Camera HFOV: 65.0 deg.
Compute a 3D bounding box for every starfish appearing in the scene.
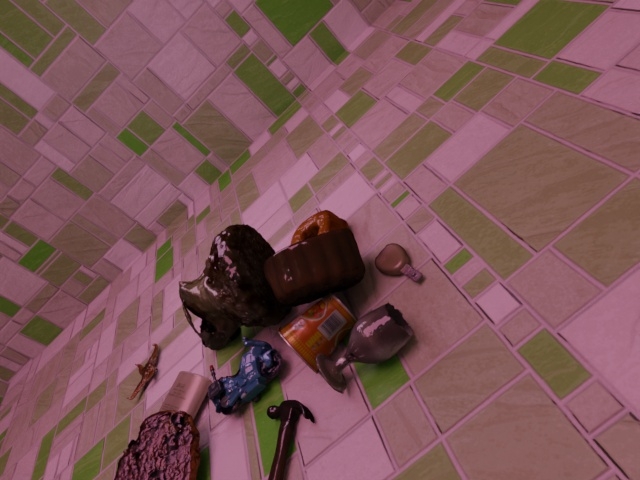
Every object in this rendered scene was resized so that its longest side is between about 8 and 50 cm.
[{"bbox_3d":[-0.728,0.542,2.099,0.138,0.050,0.247,-42,24,12],"label":"starfish"}]

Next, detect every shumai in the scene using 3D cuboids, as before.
[{"bbox_3d":[-0.306,0.155,1.657,0.348,0.395,0.395,-26,36,16],"label":"shumai"}]

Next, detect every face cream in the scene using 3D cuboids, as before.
[{"bbox_3d":[-0.499,0.614,1.682,0.174,0.081,0.348,-2,52,43],"label":"face cream"}]

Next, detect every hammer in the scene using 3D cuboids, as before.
[{"bbox_3d":[-0.114,0.607,1.240,0.168,0.044,0.439,-24,38,37],"label":"hammer"}]

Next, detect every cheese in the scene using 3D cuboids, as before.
[{"bbox_3d":[0.226,0.071,1.421,0.097,0.037,0.192,-49,29,0],"label":"cheese"}]

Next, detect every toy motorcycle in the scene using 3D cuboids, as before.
[{"bbox_3d":[-0.235,0.407,1.550,0.272,0.124,0.182,-43,41,8],"label":"toy motorcycle"}]

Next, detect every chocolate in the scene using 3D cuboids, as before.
[{"bbox_3d":[-0.381,0.340,1.821,0.133,0.156,0.156,-55,27,21],"label":"chocolate"}]

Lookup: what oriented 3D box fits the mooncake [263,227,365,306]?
[{"bbox_3d":[-0.016,0.086,1.473,0.291,0.290,0.161,-27,78,32],"label":"mooncake"}]

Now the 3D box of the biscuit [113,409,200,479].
[{"bbox_3d":[-0.480,0.679,1.503,0.290,0.081,0.333,-17,47,18],"label":"biscuit"}]

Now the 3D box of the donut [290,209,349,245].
[{"bbox_3d":[-0.001,0.002,1.720,0.227,0.114,0.226,-33,35,27],"label":"donut"}]

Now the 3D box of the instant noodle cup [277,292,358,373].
[{"bbox_3d":[0.000,0.247,1.407,0.185,0.168,0.168,-43,30,-8],"label":"instant noodle cup"}]

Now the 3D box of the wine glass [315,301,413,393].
[{"bbox_3d":[0.110,0.267,1.263,0.241,0.126,0.126,-41,31,12],"label":"wine glass"}]
